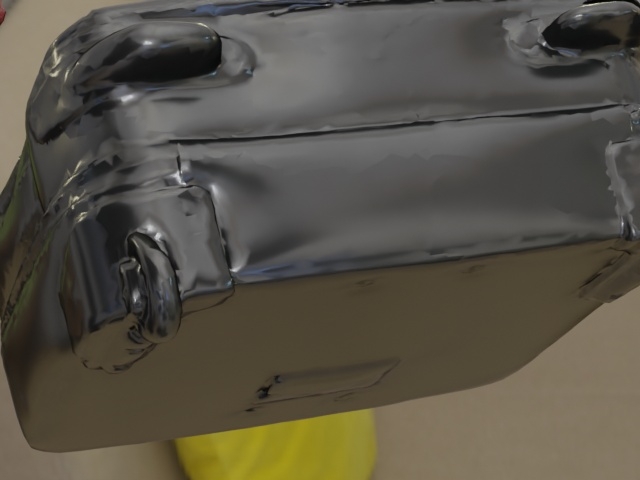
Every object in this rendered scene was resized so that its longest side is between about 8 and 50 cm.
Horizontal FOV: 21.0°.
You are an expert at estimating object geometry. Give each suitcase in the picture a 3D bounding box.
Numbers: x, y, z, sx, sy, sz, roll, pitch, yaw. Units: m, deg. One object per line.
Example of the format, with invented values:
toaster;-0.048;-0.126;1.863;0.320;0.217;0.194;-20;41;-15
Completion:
suitcase;0.000;0.000;0.962;0.345;0.339;0.188;-8;70;-21

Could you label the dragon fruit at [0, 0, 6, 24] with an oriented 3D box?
dragon fruit;-0.246;-0.081;0.639;0.268;0.210;0.205;-4;40;25
